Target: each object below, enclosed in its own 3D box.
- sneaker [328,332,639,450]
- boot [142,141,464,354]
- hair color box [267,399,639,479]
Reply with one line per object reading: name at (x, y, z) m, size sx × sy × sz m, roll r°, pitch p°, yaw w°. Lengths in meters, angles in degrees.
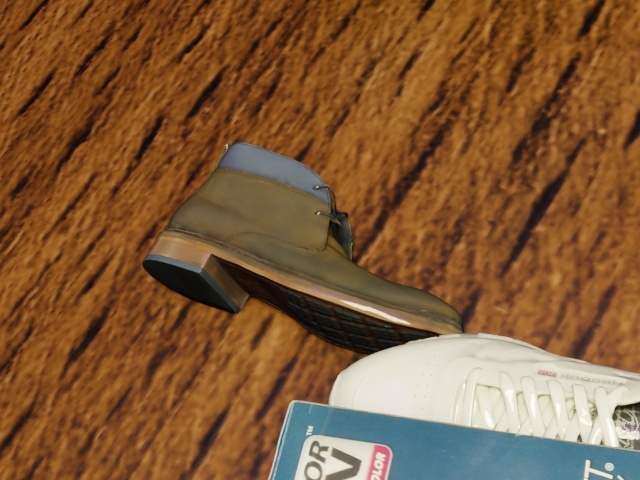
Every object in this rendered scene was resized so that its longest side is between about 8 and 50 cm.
sneaker at (0.120, 0.092, 0.539) m, size 0.235 × 0.095 × 0.090 m, roll 6°, pitch 81°, yaw 5°
boot at (0.000, 0.000, 0.665) m, size 0.219 × 0.082 × 0.106 m, roll 15°, pitch 67°, yaw 24°
hair color box at (0.155, 0.169, 0.466) m, size 0.347 × 0.174 × 0.105 m, roll 5°, pitch 60°, yaw 17°
